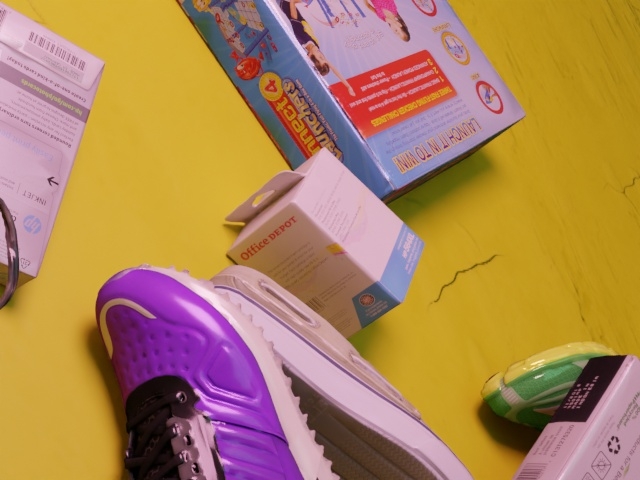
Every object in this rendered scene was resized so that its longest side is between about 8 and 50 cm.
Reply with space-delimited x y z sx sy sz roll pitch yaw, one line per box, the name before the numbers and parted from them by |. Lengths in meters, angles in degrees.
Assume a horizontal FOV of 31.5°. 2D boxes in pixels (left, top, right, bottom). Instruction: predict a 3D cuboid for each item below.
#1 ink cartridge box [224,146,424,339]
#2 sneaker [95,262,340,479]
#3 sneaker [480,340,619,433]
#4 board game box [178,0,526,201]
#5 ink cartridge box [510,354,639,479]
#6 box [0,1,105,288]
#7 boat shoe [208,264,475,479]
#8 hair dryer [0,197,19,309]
ink cartridge box | 0.000 0.000 0.955 0.143 0.092 0.090 44 38 -13
sneaker | -0.079 0.153 0.745 0.146 0.102 0.293 -28 83 -52
sneaker | 0.278 0.185 1.090 0.296 0.109 0.123 25 42 -32
board game box | 0.036 -0.194 1.149 0.302 0.086 0.308 56 37 3
ink cartridge box | 0.322 0.294 1.020 0.371 0.069 0.175 50 60 -15
box | -0.239 -0.078 0.779 0.145 0.038 0.186 28 56 -29
boat shoe | 0.022 0.129 0.869 0.302 0.109 0.094 44 35 -9
hair dryer | -0.327 -0.057 0.656 0.224 0.080 0.293 -26 95 -43
